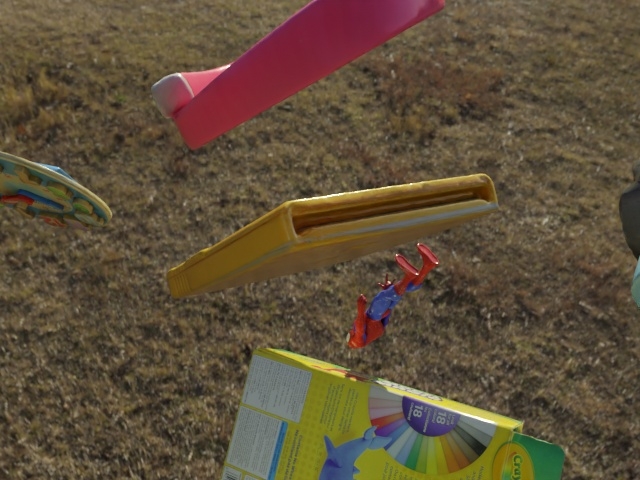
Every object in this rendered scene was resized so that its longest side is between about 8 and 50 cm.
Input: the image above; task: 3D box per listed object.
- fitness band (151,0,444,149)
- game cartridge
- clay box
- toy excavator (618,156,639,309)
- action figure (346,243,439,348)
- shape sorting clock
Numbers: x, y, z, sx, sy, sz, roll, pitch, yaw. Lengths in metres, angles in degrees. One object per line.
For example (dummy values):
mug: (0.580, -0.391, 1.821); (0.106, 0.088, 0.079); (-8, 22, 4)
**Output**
fitness band: (-0.013, -0.145, 0.504); (0.209, 0.054, 0.291); (-27, 14, 9)
game cartridge: (0.000, 0.000, 0.796); (0.285, 0.323, 0.053); (-11, 85, -34)
clay box: (0.042, 0.163, 0.452); (0.221, 0.053, 0.128); (13, 86, 25)
toy excavator: (0.365, 0.188, 0.453); (0.433, 0.222, 0.445); (37, 68, -22)
action figure: (0.044, 0.046, 0.480); (0.030, 0.115, 0.038); (45, 46, 18)
shape sorting clock: (-0.359, -0.058, 0.810); (0.206, 0.206, 0.040); (11, 74, 7)
